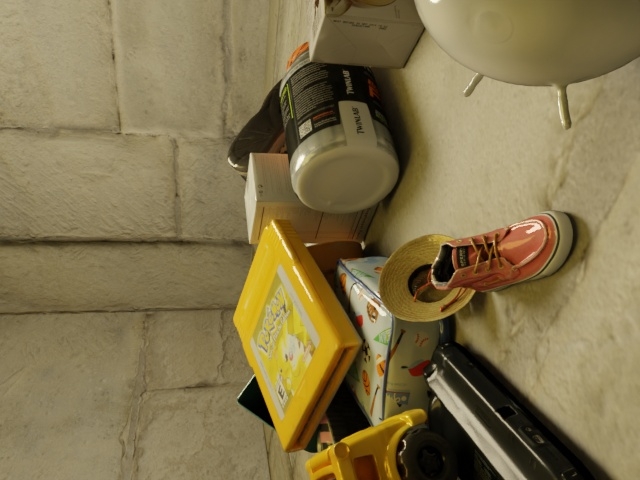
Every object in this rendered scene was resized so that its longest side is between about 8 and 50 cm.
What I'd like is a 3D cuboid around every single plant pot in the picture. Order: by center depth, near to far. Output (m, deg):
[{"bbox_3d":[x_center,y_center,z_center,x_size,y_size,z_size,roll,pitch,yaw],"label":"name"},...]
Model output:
[{"bbox_3d":[0.007,0.120,1.124,0.205,0.205,0.188,129,130,-69],"label":"plant pot"},{"bbox_3d":[-0.032,0.355,1.195,0.166,0.165,0.234,-54,-31,-17],"label":"plant pot"}]

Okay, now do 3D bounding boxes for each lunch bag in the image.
[{"bbox_3d":[0.099,0.166,0.905,0.303,0.115,0.243,-131,41,-69],"label":"lunch bag"}]

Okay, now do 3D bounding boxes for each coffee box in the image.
[{"bbox_3d":[0.062,-0.454,0.933,0.119,0.168,0.297,122,146,-66],"label":"coffee box"}]

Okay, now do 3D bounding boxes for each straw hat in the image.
[{"bbox_3d":[0.156,0.065,0.747,0.061,0.144,0.144,47,-159,-42],"label":"straw hat"}]

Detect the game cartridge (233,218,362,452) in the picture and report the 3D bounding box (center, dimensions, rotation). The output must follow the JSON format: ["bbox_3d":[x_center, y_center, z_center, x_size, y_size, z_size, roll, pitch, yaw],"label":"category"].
[{"bbox_3d":[-0.063,0.159,0.982,0.323,0.053,0.285,56,135,41],"label":"game cartridge"}]

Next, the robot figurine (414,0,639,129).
[{"bbox_3d":[0.176,-0.266,0.383,0.300,0.200,0.353,-114,27,-62],"label":"robot figurine"}]

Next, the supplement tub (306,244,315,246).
[{"bbox_3d":[0.000,0.000,1.397,0.071,0.071,0.107,-115,27,-60],"label":"supplement tub"}]

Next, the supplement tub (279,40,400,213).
[{"bbox_3d":[0.026,-0.223,1.029,0.193,0.193,0.316,109,157,-53],"label":"supplement tub"}]

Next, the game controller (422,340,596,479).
[{"bbox_3d":[0.201,0.246,0.619,0.319,0.067,0.166,-128,25,-69],"label":"game controller"}]

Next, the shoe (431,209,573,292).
[{"bbox_3d":[0.187,0.018,0.594,0.178,0.081,0.063,123,144,-66],"label":"shoe"}]

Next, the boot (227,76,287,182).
[{"bbox_3d":[-0.035,-0.217,1.299,0.377,0.138,0.284,-56,-36,-24],"label":"boot"}]

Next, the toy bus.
[{"bbox_3d":[0.061,0.334,0.641,0.149,0.211,0.220,-55,49,52],"label":"toy bus"}]

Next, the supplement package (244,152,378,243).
[{"bbox_3d":[-0.024,-0.084,1.126,0.139,0.244,0.134,108,156,-50],"label":"supplement package"}]

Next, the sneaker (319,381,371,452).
[{"bbox_3d":[0.035,0.356,0.952,0.319,0.112,0.131,-98,25,-59],"label":"sneaker"}]

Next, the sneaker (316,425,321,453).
[{"bbox_3d":[0.077,0.448,1.026,0.147,0.130,0.330,-20,62,51],"label":"sneaker"}]
